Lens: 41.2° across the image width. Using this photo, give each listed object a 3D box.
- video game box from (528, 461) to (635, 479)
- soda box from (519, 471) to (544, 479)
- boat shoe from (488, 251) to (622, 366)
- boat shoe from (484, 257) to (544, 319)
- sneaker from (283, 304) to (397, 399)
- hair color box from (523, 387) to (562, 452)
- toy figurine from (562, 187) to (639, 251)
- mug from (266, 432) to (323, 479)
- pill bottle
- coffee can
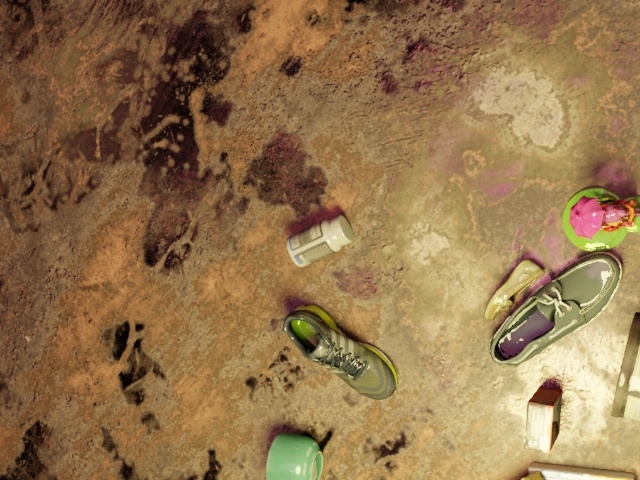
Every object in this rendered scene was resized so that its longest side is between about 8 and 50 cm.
[{"bbox_3d":[0.520,0.552,1.705,0.205,0.048,0.187,0,93,23],"label":"video game box"},{"bbox_3d":[0.379,0.537,1.723,0.181,0.061,0.058,-47,60,35],"label":"soda box"},{"bbox_3d":[0.465,0.144,1.694,0.319,0.099,0.116,-42,76,18],"label":"boat shoe"},{"bbox_3d":[0.395,0.108,1.749,0.048,0.056,0.153,40,98,22],"label":"boat shoe"},{"bbox_3d":[0.033,0.253,1.866,0.300,0.121,0.111,32,103,19],"label":"sneaker"},{"bbox_3d":[0.439,0.350,1.670,0.053,0.167,0.093,5,93,23],"label":"hair color box"},{"bbox_3d":[0.543,-0.043,1.626,0.173,0.159,0.130,-7,88,22],"label":"toy figurine"},{"bbox_3d":[-0.048,0.506,1.912,0.098,0.157,0.129,4,68,20],"label":"mug"},{"bbox_3d":[0.000,0.000,1.901,0.137,0.078,0.078,-25,81,21],"label":"pill bottle"},{"bbox_3d":[0.691,0.260,1.544,0.276,0.201,0.201,13,96,22],"label":"coffee can"}]
